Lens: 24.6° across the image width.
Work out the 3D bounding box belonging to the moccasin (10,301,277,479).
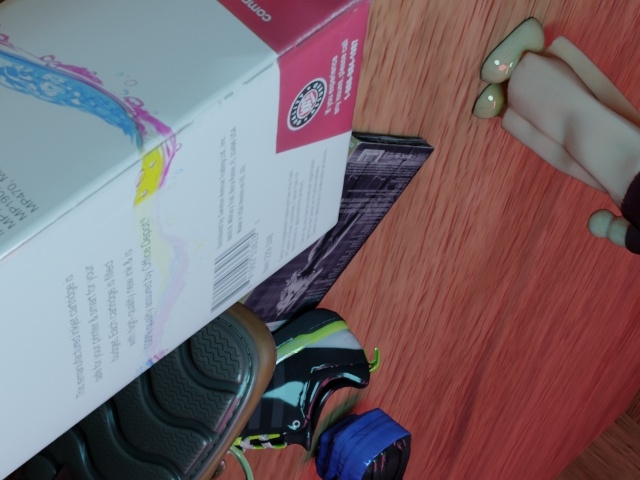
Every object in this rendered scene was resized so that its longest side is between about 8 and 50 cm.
[{"bbox_3d":[-0.144,0.183,1.137,0.147,0.139,0.380,-20,147,-54],"label":"moccasin"}]

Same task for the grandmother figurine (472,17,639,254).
[{"bbox_3d":[0.288,-0.055,1.281,0.104,0.342,0.208,-43,161,-12],"label":"grandmother figurine"}]

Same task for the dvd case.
[{"bbox_3d":[0.000,0.000,1.270,0.221,0.018,0.164,-54,161,17],"label":"dvd case"}]

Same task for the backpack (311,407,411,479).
[{"bbox_3d":[0.046,0.256,1.736,0.098,0.101,0.120,-35,153,-37],"label":"backpack"}]

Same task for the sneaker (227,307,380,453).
[{"bbox_3d":[-0.050,0.156,1.314,0.234,0.097,0.084,-37,164,-4],"label":"sneaker"}]

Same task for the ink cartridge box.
[{"bbox_3d":[-0.129,-0.022,0.789,0.306,0.131,0.226,-36,158,-25],"label":"ink cartridge box"}]
